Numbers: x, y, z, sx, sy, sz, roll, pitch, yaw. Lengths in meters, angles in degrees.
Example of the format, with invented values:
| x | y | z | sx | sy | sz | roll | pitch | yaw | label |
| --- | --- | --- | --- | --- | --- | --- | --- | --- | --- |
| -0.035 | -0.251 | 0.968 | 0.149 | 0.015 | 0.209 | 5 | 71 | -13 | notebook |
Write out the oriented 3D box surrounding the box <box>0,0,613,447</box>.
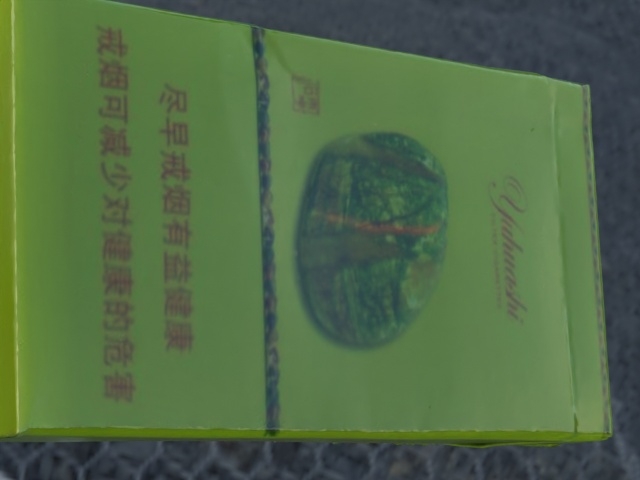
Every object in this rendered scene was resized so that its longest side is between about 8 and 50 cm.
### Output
| x | y | z | sx | sy | sz | roll | pitch | yaw | label |
| --- | --- | --- | --- | --- | --- | --- | --- | --- | --- |
| 0.000 | 0.000 | 0.812 | 0.335 | 0.047 | 0.187 | 5 | 77 | -37 | box |
